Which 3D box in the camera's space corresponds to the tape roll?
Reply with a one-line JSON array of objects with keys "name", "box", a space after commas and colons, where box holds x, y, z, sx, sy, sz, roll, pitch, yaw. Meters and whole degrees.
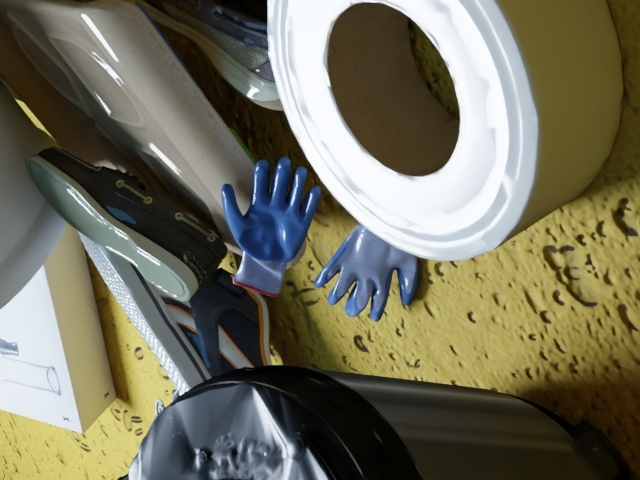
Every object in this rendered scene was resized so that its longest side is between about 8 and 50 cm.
[{"name": "tape roll", "box": [0.085, -0.131, 0.977, 0.286, 0.100, 0.286, 34, 139, 35]}]

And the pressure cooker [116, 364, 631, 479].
[{"name": "pressure cooker", "box": [0.074, 0.291, 1.043, 0.370, 0.420, 0.375, 37, 107, 41]}]

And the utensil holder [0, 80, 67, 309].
[{"name": "utensil holder", "box": [-0.495, -0.118, 1.324, 0.327, 0.327, 0.385, 23, 155, 43]}]

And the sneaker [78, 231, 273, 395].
[{"name": "sneaker", "box": [-0.142, 0.068, 1.396, 0.321, 0.127, 0.126, 57, 165, -6]}]

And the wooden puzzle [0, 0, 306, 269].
[{"name": "wooden puzzle", "box": [-0.182, -0.130, 1.274, 0.348, 0.080, 0.322, 15, 148, 52]}]

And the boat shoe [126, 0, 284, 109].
[{"name": "boat shoe", "box": [-0.099, -0.228, 1.159, 0.285, 0.103, 0.092, 42, 133, 26]}]

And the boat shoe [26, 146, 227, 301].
[{"name": "boat shoe", "box": [-0.196, -0.028, 1.287, 0.228, 0.069, 0.081, 36, 153, 15]}]

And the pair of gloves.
[{"name": "pair of gloves", "box": [0.000, 0.000, 1.174, 0.198, 0.023, 0.159, 17, 128, -1]}]

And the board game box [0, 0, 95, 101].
[{"name": "board game box", "box": [-0.388, -0.327, 1.336, 0.390, 0.050, 0.390, 22, 141, -3]}]

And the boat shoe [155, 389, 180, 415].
[{"name": "boat shoe", "box": [-0.153, 0.221, 1.579, 0.095, 0.079, 0.254, 56, 147, 7]}]

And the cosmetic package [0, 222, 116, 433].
[{"name": "cosmetic package", "box": [-0.450, 0.067, 1.771, 0.284, 0.097, 0.377, 10, 125, 23]}]
